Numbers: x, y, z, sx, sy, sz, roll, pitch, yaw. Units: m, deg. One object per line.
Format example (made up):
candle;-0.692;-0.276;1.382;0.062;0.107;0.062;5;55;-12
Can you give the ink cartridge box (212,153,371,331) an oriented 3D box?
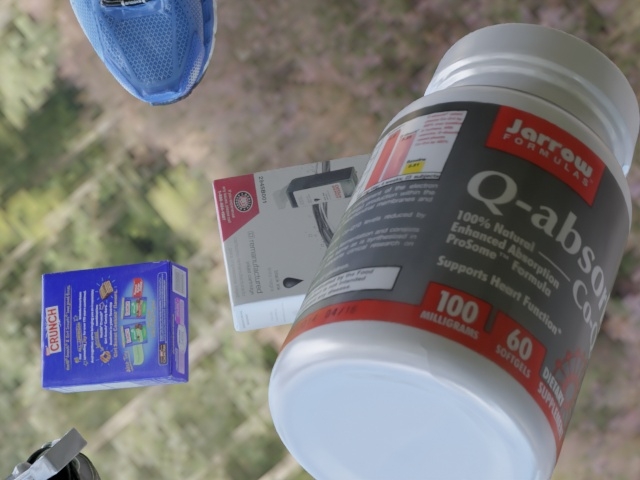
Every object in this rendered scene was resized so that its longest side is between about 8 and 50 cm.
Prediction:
ink cartridge box;0.000;0.000;2.129;0.092;0.218;0.158;89;171;-69

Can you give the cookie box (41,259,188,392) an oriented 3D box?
cookie box;-0.156;0.066;1.462;0.040;0.107;0.092;35;-128;-68

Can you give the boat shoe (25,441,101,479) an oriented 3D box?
boat shoe;-0.322;0.306;2.412;0.116;0.099;0.319;16;-170;-1

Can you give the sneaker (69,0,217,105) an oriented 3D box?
sneaker;-0.181;-0.261;1.572;0.147;0.130;0.330;-68;-38;-69

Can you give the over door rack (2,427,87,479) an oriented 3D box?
over door rack;-0.370;0.158;1.894;0.239;0.108;0.324;50;140;-5

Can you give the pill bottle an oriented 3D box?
pill bottle;0.114;0.016;1.440;0.210;0.363;0.210;14;140;12
